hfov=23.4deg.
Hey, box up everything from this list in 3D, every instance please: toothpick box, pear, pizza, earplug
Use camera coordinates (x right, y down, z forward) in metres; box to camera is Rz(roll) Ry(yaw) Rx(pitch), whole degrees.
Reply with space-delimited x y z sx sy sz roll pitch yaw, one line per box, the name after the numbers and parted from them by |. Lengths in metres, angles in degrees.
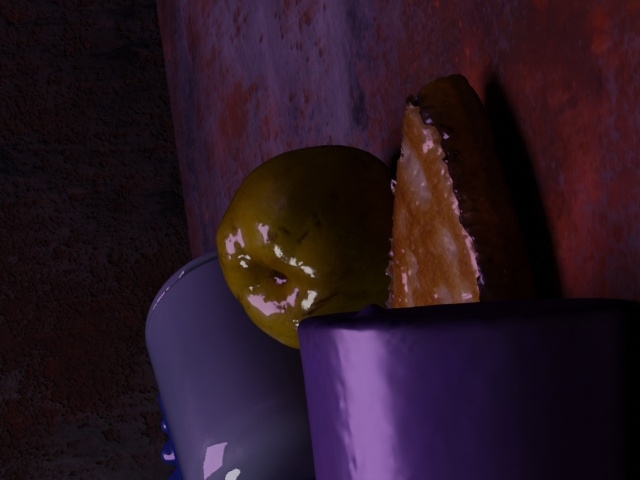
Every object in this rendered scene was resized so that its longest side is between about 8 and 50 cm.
-0.067 0.200 1.755 0.354 0.263 0.263 -113 20 -49 | toothpick box
0.000 0.000 1.502 0.200 0.200 0.200 173 90 -78 | pear
0.118 0.045 1.229 0.287 0.074 0.251 93 165 -44 | pizza
0.107 0.263 1.006 0.215 0.215 0.455 173 93 -78 | earplug
